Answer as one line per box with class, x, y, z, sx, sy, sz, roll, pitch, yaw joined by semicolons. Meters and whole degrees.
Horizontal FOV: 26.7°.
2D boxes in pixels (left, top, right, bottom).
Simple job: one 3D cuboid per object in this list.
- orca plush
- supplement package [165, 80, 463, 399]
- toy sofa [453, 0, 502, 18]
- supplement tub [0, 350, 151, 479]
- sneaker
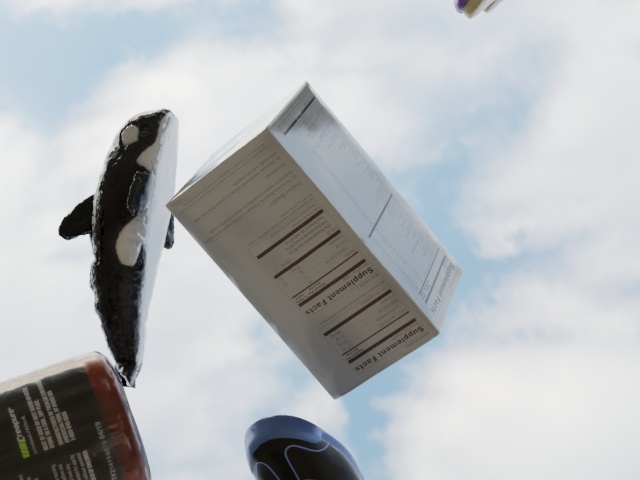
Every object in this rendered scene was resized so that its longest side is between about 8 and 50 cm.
orca plush;-0.215;0.004;1.391;0.102;0.151;0.287;6;-84;8
supplement package;0.000;0.000;1.264;0.134;0.139;0.244;-35;-80;28
toy sofa;0.220;-0.417;1.412;0.150;0.177;0.362;44;-45;10
supplement tub;-0.214;0.147;0.851;0.197;0.106;0.106;-18;-112;-15
sneaker;0.014;0.254;1.195;0.081;0.232;0.090;-32;-154;14
